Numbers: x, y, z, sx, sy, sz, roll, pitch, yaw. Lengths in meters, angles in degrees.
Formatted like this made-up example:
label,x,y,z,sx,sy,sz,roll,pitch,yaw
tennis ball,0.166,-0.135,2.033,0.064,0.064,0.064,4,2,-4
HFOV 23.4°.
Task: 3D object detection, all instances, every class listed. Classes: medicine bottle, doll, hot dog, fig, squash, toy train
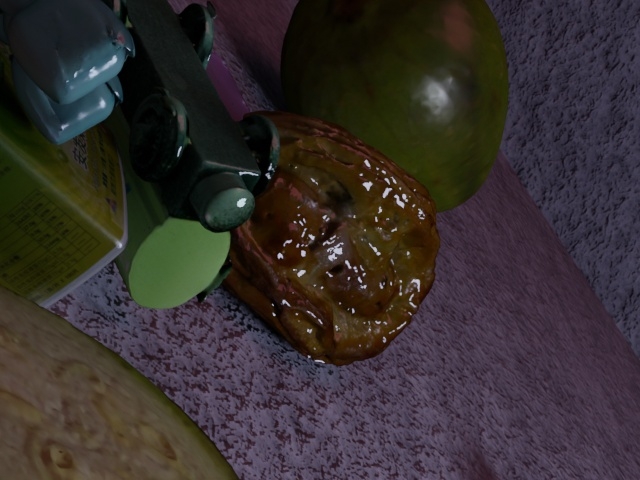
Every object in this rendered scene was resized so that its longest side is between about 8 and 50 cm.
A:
label,x,y,z,sx,sy,sz,roll,pitch,yaw
medicine bottle,-0.207,-0.063,0.913,0.188,0.088,0.132,44,19,-35
doll,-0.162,-0.136,0.820,0.158,0.059,0.159,53,-13,8
hot dog,0.003,0.002,1.281,0.114,0.175,0.259,31,-4,45
fig,0.101,-0.167,1.768,0.326,0.258,0.258,58,9,-39
squash,-0.126,0.110,0.742,0.252,0.049,0.252,39,10,-9
toy train,-0.120,-0.067,1.069,0.105,0.157,0.253,8,36,-36

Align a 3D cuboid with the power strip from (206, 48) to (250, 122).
label,x,y,z,sx,sy,sz,roll,pitch,yaw
power strip,-0.081,-0.082,1.429,0.109,0.037,0.279,29,29,-57
